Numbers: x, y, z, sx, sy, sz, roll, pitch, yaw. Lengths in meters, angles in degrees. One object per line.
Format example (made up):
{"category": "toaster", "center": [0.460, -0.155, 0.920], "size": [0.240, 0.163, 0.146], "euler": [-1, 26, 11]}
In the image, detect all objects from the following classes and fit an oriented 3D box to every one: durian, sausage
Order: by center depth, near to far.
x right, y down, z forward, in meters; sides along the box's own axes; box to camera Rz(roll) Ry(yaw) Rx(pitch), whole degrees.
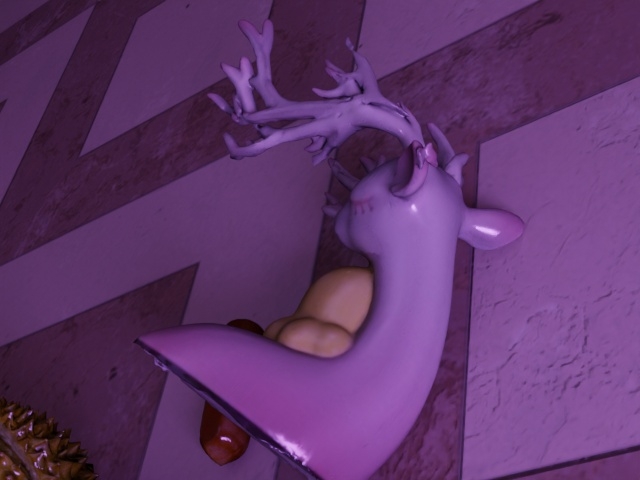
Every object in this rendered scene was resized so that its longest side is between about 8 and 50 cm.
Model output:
{"category": "durian", "center": [-0.255, 0.250, 0.862], "size": [0.193, 0.138, 0.237], "euler": [-99, 19, -47]}
{"category": "sausage", "center": [-0.072, 0.126, 0.869], "size": [0.041, 0.039, 0.131], "euler": [-17, 42, 25]}

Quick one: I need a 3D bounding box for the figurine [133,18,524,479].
{"category": "figurine", "center": [-0.003, -0.007, 0.803], "size": [0.284, 0.206, 0.315], "euler": [25, 68, 45]}
